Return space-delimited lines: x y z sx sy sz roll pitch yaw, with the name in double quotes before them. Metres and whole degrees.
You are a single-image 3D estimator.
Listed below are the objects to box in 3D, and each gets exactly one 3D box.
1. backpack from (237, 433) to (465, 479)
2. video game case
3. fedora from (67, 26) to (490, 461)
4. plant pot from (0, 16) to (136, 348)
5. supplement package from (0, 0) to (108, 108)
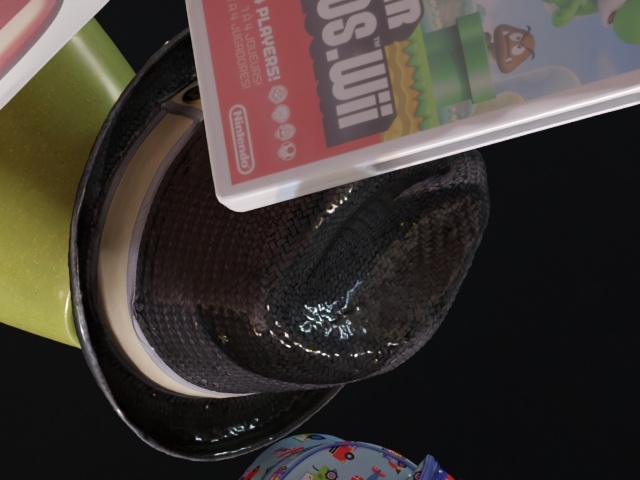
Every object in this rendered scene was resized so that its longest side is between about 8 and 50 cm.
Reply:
"backpack" 0.024 0.189 1.118 0.173 0.117 0.158 41 -116 2
"video game case" 0.068 -0.145 0.915 0.285 0.025 0.204 -15 -107 17
"fedora" 0.000 0.000 1.247 0.153 0.334 0.334 10 -121 42
"plant pot" -0.222 -0.060 1.359 0.293 0.275 0.275 37 -105 26
"supplement package" -0.166 -0.118 0.699 0.134 0.139 0.244 1 -136 47
